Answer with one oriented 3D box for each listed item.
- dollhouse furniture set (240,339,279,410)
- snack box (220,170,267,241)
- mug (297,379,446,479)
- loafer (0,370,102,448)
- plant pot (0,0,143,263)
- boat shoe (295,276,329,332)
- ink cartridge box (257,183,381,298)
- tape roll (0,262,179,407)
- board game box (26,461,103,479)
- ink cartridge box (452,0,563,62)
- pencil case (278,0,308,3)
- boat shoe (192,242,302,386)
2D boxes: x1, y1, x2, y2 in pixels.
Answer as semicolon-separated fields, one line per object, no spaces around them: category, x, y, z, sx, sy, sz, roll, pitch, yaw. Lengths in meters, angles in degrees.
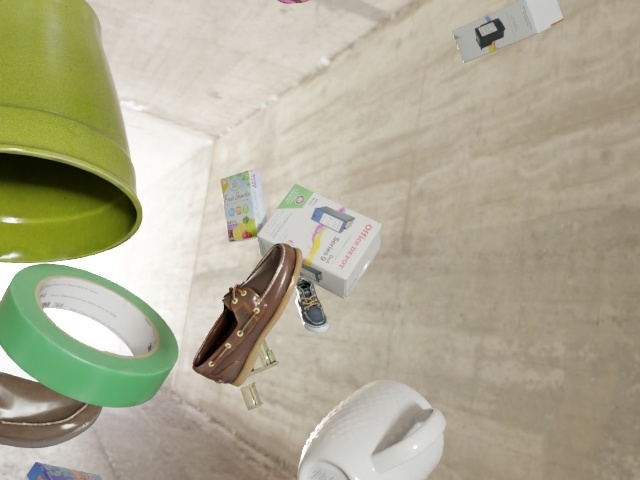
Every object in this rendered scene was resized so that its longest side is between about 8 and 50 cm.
dollhouse furniture set;-0.140;0.287;1.690;0.101;0.182;0.161;-23;-6;7
snack box;-0.164;-0.072;1.530;0.100;0.141;0.037;-10;-4;43
mug;0.136;0.497;1.675;0.374;0.276;0.328;-36;-9;35
loafer;-0.633;0.336;1.442;0.365;0.130;0.134;-4;32;-10
plant pot;-0.456;-0.195;1.079;0.366;0.353;0.366;-5;-23;-2
boat shoe;-0.029;0.169;1.887;0.065;0.083;0.183;-14;28;-15
ink cartridge box;0.000;0.000;1.464;0.212;0.154;0.093;28;-27;16
tape roll;-0.413;0.163;1.275;0.321;0.077;0.321;32;12;-8
board game box;-0.624;0.646;1.817;0.160;0.047;0.210;30;-5;42
ink cartridge box;0.375;-0.431;1.429;0.175;0.072;0.127;-13;15;47
pencil case;-0.049;-0.490;1.131;0.095;0.209;0.098;-28;55;-28
boat shoe;-0.095;0.093;0.918;0.073;0.207;0.073;25;5;-24
